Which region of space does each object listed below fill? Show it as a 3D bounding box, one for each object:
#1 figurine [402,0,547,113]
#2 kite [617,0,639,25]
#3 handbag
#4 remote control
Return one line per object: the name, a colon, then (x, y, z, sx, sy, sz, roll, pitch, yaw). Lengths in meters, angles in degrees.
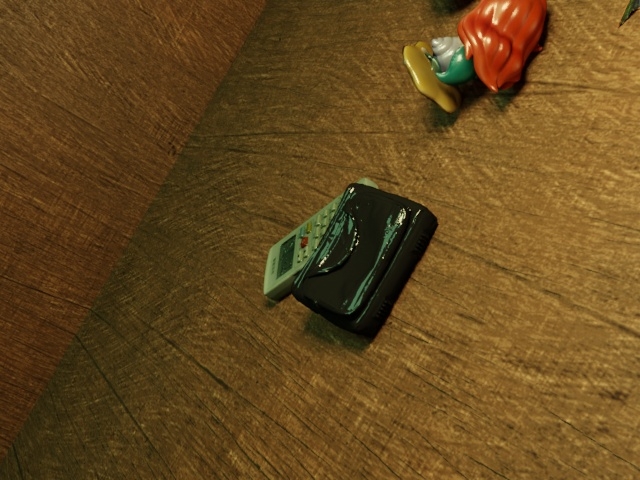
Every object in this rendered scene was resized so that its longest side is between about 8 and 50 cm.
figurine: (0.304, -0.358, 1.685, 0.257, 0.181, 0.208, -32, -3, 39)
kite: (0.558, -0.428, 1.480, 0.190, 0.010, 0.159, -42, 31, 31)
handbag: (0.073, 0.028, 1.713, 0.244, 0.088, 0.275, 25, 87, 51)
remote control: (-0.001, 0.000, 1.947, 0.344, 0.050, 0.145, -37, 34, 37)
